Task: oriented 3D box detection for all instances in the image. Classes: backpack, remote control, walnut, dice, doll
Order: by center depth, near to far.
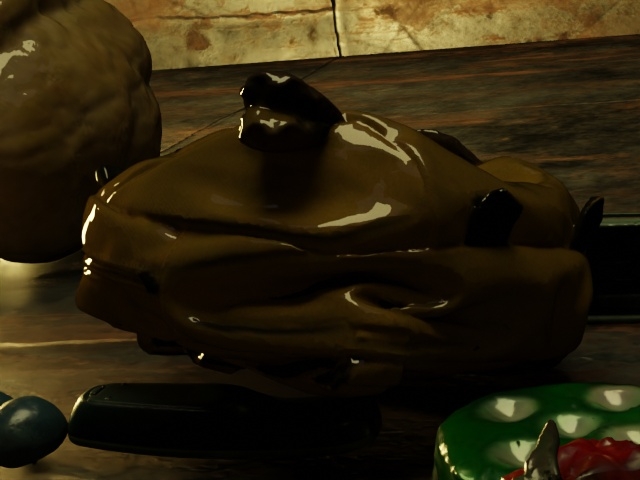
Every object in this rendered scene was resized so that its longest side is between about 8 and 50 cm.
[{"bbox_3d":[0.123,0.145,0.770,0.131,0.128,0.120,-6,14,-1],"label":"dice"},{"bbox_3d":[-0.068,0.125,1.131,0.222,0.042,0.072,0,14,15],"label":"remote control"},{"bbox_3d":[-0.222,0.136,1.157,0.083,0.050,0.076,6,22,37],"label":"doll"},{"bbox_3d":[-0.001,0.006,1.176,0.378,0.201,0.353,2,-4,28],"label":"backpack"},{"bbox_3d":[-0.353,-0.135,1.792,0.381,0.381,0.381,-6,13,1],"label":"walnut"}]

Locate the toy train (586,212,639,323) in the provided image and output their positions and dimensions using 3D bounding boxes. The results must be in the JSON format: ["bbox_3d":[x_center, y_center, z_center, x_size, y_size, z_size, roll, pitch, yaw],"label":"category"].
[{"bbox_3d":[0.279,0.020,1.335,0.407,0.086,0.088,0,10,22],"label":"toy train"}]

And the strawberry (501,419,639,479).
[{"bbox_3d":[0.148,0.154,0.667,0.228,0.174,0.098,-6,-8,-16],"label":"strawberry"}]
